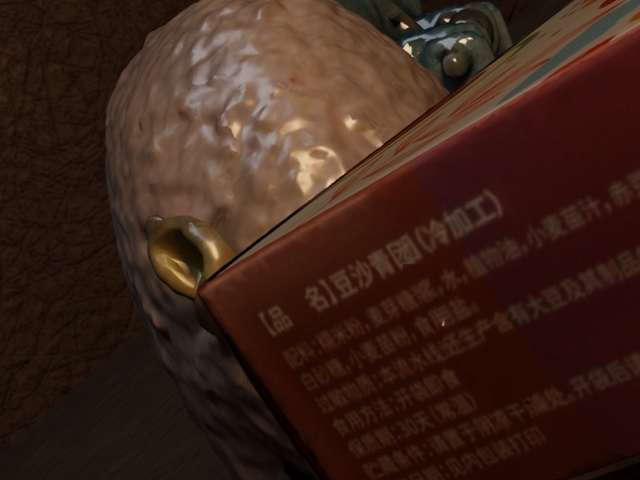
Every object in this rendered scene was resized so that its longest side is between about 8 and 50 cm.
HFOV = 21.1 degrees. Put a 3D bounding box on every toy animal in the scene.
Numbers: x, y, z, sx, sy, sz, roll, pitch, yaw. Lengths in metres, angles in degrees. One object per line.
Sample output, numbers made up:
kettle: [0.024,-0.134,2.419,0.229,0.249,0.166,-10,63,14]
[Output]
toy animal: [-0.003,-0.005,0.823,0.188,0.358,0.226,-20,-36,-15]

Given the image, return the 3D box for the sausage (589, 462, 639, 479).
sausage: [0.193,0.041,0.637,0.304,0.078,0.078,-37,8,4]

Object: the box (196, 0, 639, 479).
box: [0.196,-0.077,0.580,0.385,0.122,0.344,-30,6,46]

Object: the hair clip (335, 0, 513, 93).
hair clip: [0.055,-0.056,1.112,0.238,0.392,0.318,-64,0,20]
